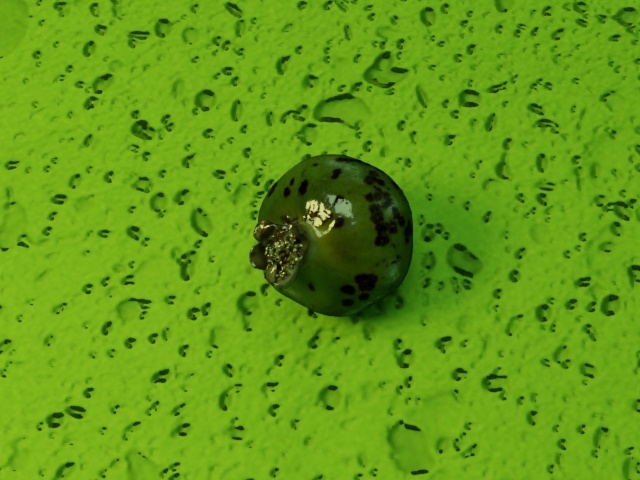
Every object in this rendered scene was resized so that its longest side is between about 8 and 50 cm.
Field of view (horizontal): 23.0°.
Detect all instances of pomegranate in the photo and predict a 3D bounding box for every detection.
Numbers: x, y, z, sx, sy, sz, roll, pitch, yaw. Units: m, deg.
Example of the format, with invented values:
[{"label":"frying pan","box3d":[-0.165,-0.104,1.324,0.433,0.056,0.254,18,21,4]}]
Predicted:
[{"label":"pomegranate","box3d":[0.000,0.000,1.148,0.122,0.122,0.161,32,27,22]}]
